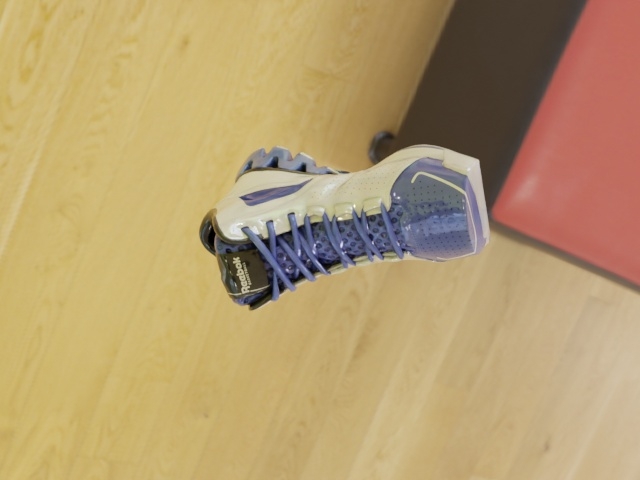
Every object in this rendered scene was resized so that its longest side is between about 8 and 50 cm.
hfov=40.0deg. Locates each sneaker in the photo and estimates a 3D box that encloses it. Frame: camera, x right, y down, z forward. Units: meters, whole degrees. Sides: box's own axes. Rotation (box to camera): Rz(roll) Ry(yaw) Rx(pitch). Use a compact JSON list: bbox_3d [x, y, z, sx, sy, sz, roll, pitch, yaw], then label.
[{"bbox_3d":[-0.001,0.000,0.873,0.182,0.315,0.127,-47,129,-40],"label":"sneaker"}]
